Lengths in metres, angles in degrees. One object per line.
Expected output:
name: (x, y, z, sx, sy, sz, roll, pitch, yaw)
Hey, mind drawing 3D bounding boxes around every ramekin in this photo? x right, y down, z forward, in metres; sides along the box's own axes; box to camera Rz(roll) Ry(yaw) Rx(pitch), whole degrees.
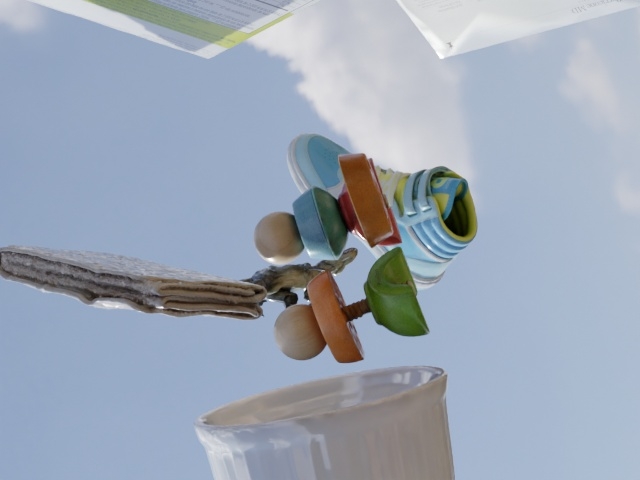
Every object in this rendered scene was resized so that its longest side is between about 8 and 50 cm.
ramekin: (0.012, 0.229, 1.698, 0.277, 0.277, 0.135, -19, -82, -69)

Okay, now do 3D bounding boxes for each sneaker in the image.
sneaker: (0.111, -0.085, 2.429, 0.319, 0.208, 0.127, 41, -130, -5)

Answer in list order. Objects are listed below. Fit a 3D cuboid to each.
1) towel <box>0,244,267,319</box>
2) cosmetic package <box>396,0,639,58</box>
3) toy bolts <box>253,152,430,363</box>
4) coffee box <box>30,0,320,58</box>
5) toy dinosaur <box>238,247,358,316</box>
towel: (-0.215, 0.049, 1.788, 0.187, 0.282, 0.049, 7, -87, -47)
cosmetic package: (0.256, -0.427, 2.297, 0.284, 0.377, 0.097, 51, -130, -29)
toy bolts: (0.000, 0.000, 1.693, 0.228, 0.158, 0.218, -102, -9, -58)
coffee box: (-0.145, -0.428, 1.617, 0.338, 0.334, 0.337, 14, -113, -38)
toy dinosaur: (-0.068, 0.067, 2.161, 0.118, 0.268, 0.064, -122, 29, -57)
